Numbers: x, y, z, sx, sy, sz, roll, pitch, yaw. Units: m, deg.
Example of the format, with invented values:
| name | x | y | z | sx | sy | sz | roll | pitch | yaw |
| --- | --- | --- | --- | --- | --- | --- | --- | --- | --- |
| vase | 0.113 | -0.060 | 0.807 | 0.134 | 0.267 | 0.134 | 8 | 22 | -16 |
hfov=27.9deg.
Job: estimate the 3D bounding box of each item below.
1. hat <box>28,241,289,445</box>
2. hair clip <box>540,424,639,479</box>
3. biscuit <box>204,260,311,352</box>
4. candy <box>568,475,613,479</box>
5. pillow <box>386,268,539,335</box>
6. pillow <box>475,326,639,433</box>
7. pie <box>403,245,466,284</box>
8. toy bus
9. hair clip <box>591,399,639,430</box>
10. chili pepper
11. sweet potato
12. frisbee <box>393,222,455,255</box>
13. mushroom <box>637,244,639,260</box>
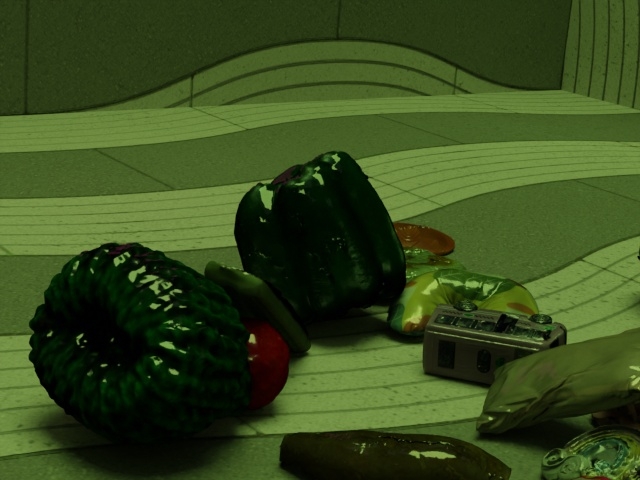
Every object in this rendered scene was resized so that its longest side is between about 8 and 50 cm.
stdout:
| name | x | y | z | sx | sy | sz | roll | pitch | yaw |
| --- | --- | --- | --- | --- | --- | --- | --- | --- | --- |
| hat | -0.178 | 0.152 | 1.623 | 0.332 | 0.242 | 0.274 | 22 | 17 | -50 |
| hair clip | 0.351 | 0.269 | 1.537 | 0.116 | 0.049 | 0.172 | -28 | 27 | -26 |
| biscuit | -0.082 | 0.098 | 1.780 | 0.099 | 0.038 | 0.322 | 17 | -15 | 16 |
| candy | 0.374 | 0.308 | 1.410 | 0.365 | 0.124 | 0.124 | 2 | 14 | -42 |
| pillow | 0.231 | 0.115 | 2.044 | 0.233 | 0.086 | 0.214 | 14 | 29 | 21 |
| pillow | 0.318 | 0.185 | 1.673 | 0.270 | 0.067 | 0.173 | -21 | 15 | 34 |
| pie | 0.134 | 0.054 | 2.237 | 0.240 | 0.054 | 0.240 | 1 | 12 | 0 |
| toy bus | 0.251 | 0.156 | 1.866 | 0.198 | 0.096 | 0.108 | 9 | 21 | 20 |
| hair clip | 0.428 | 0.231 | 1.720 | 0.123 | 0.102 | 0.138 | -23 | -12 | -16 |
| chili pepper | 0.000 | 0.000 | 2.018 | 0.233 | 0.257 | 0.248 | -17 | 6 | 26 |
| sweet potato | 0.078 | 0.267 | 1.491 | 0.285 | 0.085 | 0.112 | 0 | -21 | 21 |
| frisbee | 0.168 | -0.010 | 2.511 | 0.192 | 0.035 | 0.192 | 4 | 17 | -1 |
| mushroom | 0.679 | 0.052 | 2.226 | 0.217 | 0.212 | 0.292 | -25 | -20 | 15 |
